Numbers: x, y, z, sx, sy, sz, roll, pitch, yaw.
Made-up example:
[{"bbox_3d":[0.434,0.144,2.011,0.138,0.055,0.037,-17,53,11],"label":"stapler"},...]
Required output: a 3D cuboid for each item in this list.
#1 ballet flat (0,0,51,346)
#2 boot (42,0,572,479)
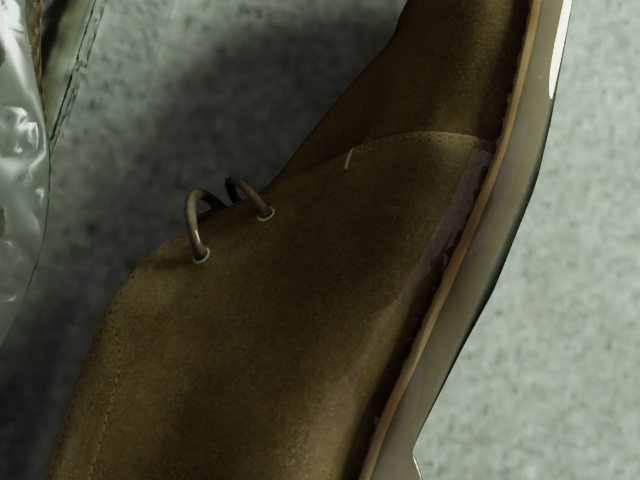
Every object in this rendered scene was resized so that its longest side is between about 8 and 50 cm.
[{"bbox_3d":[-0.126,-0.058,0.550,0.084,0.058,0.249,10,81,-30],"label":"ballet flat"},{"bbox_3d":[0.000,0.000,0.532,0.115,0.112,0.305,18,77,6],"label":"boot"}]
